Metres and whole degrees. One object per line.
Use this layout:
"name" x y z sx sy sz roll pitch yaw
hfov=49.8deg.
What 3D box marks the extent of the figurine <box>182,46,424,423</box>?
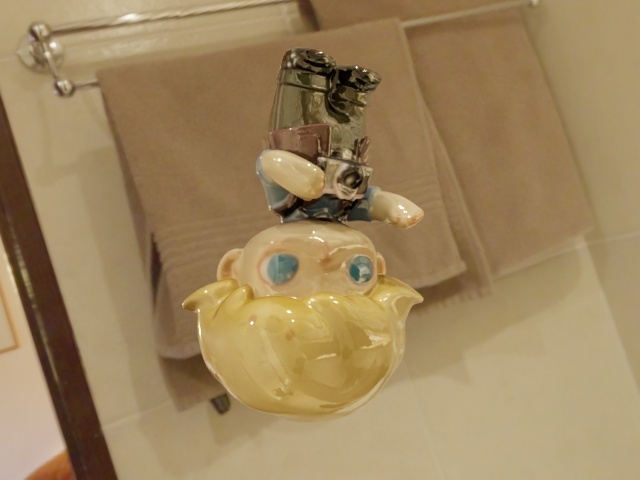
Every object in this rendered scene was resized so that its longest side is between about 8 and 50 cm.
"figurine" 0.000 0.000 0.379 0.114 0.196 0.108 10 3 -44
